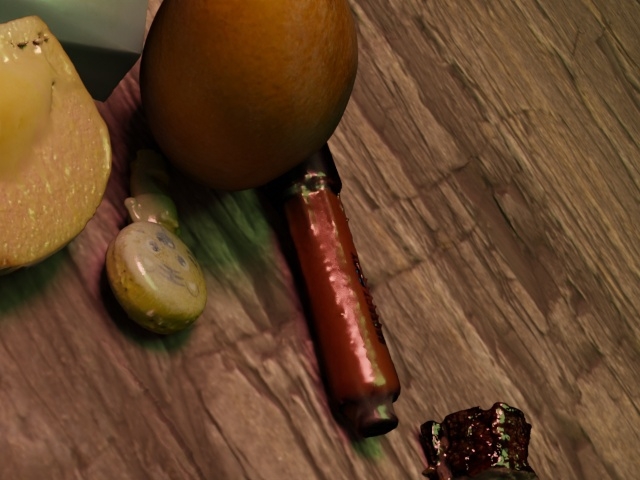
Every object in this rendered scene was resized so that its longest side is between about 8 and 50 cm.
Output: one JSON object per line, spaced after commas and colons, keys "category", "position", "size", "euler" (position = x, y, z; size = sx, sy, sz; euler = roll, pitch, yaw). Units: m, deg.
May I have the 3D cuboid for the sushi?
{"category": "sushi", "position": [0.164, 0.216, 1.398], "size": [0.098, 0.094, 0.084], "euler": [29, 44, -37]}

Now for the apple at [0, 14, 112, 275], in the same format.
{"category": "apple", "position": [-0.286, -0.059, 1.111], "size": [0.265, 0.120, 0.193], "euler": [-35, 100, -52]}

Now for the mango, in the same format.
{"category": "mango", "position": [-0.065, -0.169, 1.265], "size": [0.198, 0.384, 0.222], "euler": [22, 69, 2]}

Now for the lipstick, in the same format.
{"category": "lipstick", "position": [0.000, 0.000, 1.415], "size": [0.077, 0.077, 0.419], "euler": [10, 54, -44]}

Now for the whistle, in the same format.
{"category": "whistle", "position": [-0.156, 0.000, 1.265], "size": [0.104, 0.057, 0.198], "euler": [35, 30, -41]}

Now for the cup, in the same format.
{"category": "cup", "position": [-0.288, -0.214, 1.240], "size": [0.235, 0.134, 0.148], "euler": [8, 80, -34]}
